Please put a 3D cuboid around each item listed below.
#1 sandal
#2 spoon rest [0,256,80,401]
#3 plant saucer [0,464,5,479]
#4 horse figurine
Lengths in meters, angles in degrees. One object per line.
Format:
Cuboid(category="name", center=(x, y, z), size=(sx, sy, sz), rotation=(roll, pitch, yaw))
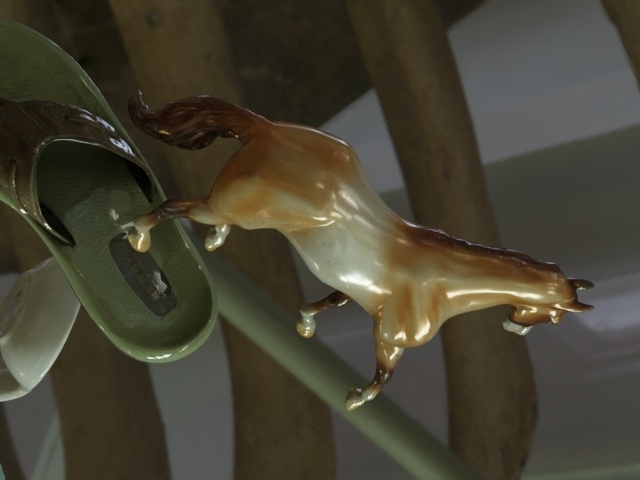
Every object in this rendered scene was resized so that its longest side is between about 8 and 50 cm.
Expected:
Cuboid(category="sandal", center=(-0.174, -0.046, 0.841), size=(0.120, 0.303, 0.086), rotation=(-41, -177, -18))
Cuboid(category="spoon rest", center=(-0.299, 0.102, 1.161), size=(0.276, 0.084, 0.137), rotation=(-31, -140, 43))
Cuboid(category="plant saucer", center=(-0.264, 0.165, 0.669), size=(0.037, 0.195, 0.195), rotation=(-20, -139, 31))
Cuboid(category="horse figurine", center=(0.000, 0.000, 0.659), size=(0.174, 0.263, 0.066), rotation=(-36, -162, 47))
